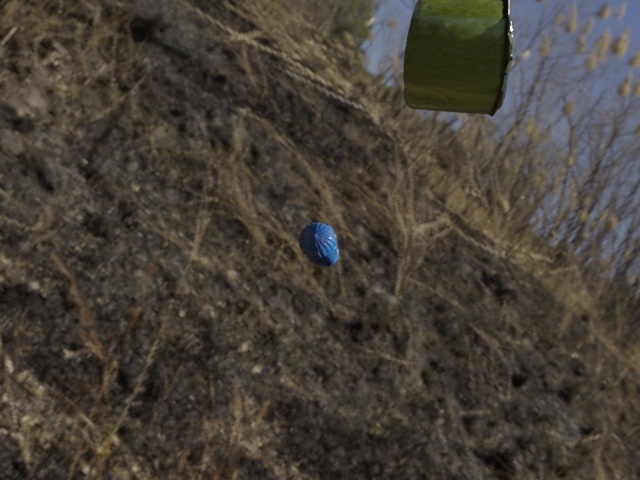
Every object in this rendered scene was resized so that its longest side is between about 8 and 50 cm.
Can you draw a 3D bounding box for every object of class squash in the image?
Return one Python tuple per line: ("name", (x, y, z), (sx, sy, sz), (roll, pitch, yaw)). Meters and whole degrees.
("squash", (0.177, -0.275, 1.055), (0.133, 0.220, 0.220), (0, 3, 6))

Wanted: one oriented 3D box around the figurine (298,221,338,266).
("figurine", (0.001, -0.009, 1.474), (0.077, 0.079, 0.136), (9, 25, 2))
